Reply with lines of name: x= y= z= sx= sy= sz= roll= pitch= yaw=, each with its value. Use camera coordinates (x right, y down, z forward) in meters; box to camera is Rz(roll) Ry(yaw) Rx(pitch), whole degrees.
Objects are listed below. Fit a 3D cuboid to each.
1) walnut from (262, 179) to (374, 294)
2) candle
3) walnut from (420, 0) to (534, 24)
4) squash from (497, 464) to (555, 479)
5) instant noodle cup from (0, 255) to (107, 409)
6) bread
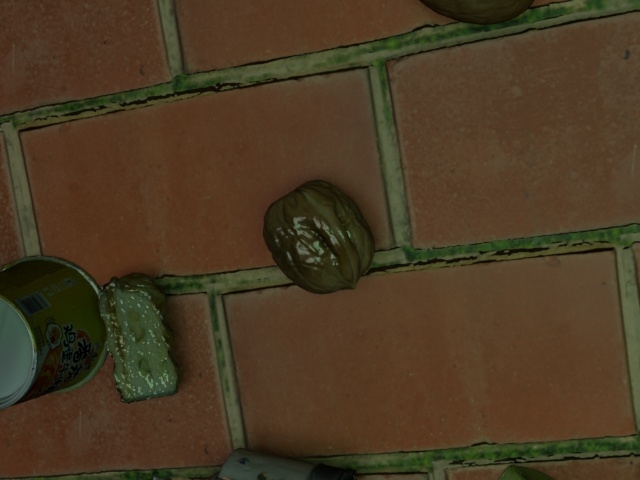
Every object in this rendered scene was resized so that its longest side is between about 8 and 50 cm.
walnut: x=0.000 y=0.000 z=1.301 sx=0.155 sy=0.155 sz=0.184 roll=-36 pitch=89 yaw=16
candle: x=-0.107 y=0.434 z=1.364 sx=0.330 sy=0.187 sz=0.188 roll=8 pitch=99 yaw=15
walnut: x=0.220 y=-0.395 z=1.189 sx=0.207 sy=0.167 sz=0.168 roll=14 pitch=100 yaw=10
squash: x=0.301 y=0.509 z=1.203 sx=0.210 sy=0.309 sz=0.234 roll=36 pitch=104 yaw=8
instant noodle cup: x=-0.518 y=0.166 z=1.428 sx=0.264 sy=0.200 sz=0.265 roll=2 pitch=98 yaw=13
bread: x=-0.303 y=0.167 z=1.436 sx=0.128 sy=0.088 sz=0.232 roll=-6 pitch=102 yaw=24
